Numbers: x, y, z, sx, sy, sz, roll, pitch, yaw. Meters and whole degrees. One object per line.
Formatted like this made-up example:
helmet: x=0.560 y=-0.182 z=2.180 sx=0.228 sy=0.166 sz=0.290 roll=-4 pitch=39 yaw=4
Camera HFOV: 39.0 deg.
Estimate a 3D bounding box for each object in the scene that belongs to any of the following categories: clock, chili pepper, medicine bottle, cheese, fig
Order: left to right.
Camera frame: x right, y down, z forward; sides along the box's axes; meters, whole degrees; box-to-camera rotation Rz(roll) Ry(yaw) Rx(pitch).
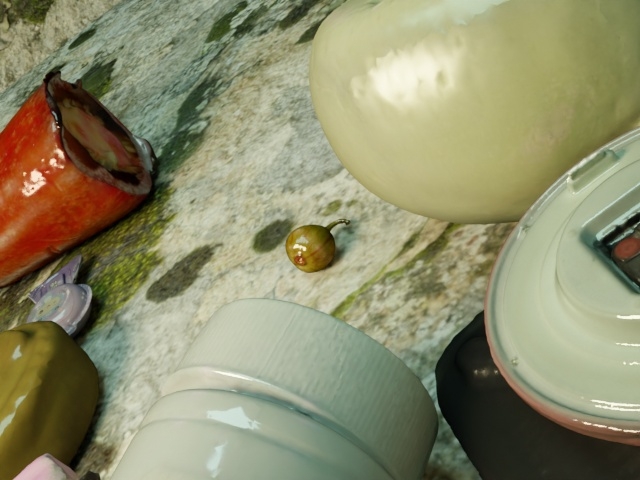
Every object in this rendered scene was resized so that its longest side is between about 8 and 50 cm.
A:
chili pepper: x=-0.421 y=-0.084 z=1.305 sx=0.305 sy=0.229 sz=0.251 roll=-29 pitch=48 yaw=14
cheese: x=-0.339 y=0.085 z=1.166 sx=0.105 sy=0.042 sz=0.191 roll=-37 pitch=28 yaw=-1
medicine bottle: x=-0.058 y=0.213 z=0.553 sx=0.190 sy=0.190 sz=0.332 roll=-10 pitch=41 yaw=39
fig: x=0.000 y=0.000 z=0.927 sx=0.050 sy=0.050 sz=0.083 roll=-4 pitch=27 yaw=43
clock: x=0.203 y=0.007 z=0.514 sx=0.244 sy=0.056 sz=0.244 roll=-27 pitch=34 yaw=21

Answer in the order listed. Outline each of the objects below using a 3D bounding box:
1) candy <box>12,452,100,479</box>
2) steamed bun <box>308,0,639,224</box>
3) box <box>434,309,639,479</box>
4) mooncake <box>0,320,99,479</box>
candy: x=-0.225 y=0.292 z=0.619 sx=0.265 sy=0.155 sz=0.116 roll=-45 pitch=22 yaw=-28
steamed bun: x=0.157 y=-0.137 z=0.758 sx=0.312 sy=0.233 sz=0.334 roll=-17 pitch=18 yaw=33
box: x=0.261 y=0.075 z=0.504 sx=0.359 sy=0.091 sz=0.350 roll=-39 pitch=30 yaw=2
mooncake: x=-0.351 y=0.198 z=0.960 sx=0.235 sy=0.117 sz=0.235 roll=-26 pitch=30 yaw=16
